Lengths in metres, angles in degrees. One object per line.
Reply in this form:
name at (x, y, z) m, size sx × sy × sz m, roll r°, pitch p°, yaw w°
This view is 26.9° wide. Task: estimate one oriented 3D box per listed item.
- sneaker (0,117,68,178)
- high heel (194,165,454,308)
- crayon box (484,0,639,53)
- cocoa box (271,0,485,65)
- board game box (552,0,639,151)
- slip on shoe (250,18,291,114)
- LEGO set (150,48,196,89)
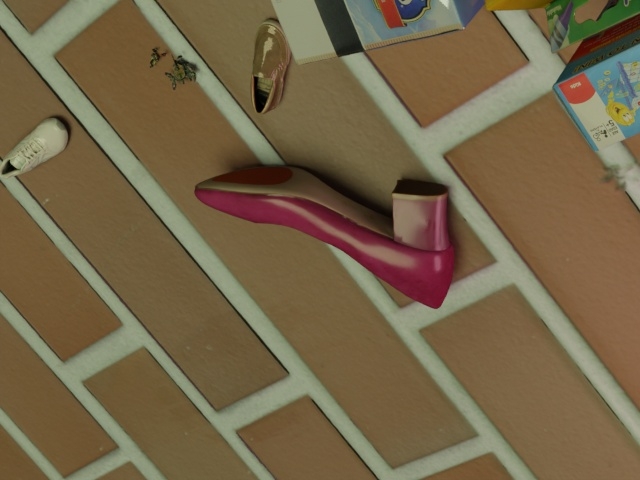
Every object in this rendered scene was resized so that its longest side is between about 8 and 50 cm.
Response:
sneaker at (-0.448, -0.137, 2.087) m, size 0.152 × 0.061 × 0.053 m, roll -34°, pitch 100°, yaw 38°
high heel at (0.000, 0.000, 1.891) m, size 0.377 × 0.127 × 0.181 m, roll 7°, pitch 113°, yaw 20°
crayon box at (0.238, -0.374, 1.400) m, size 0.203 × 0.083 × 0.322 m, roll 162°, pitch 101°, yaw -68°
cocoa box at (0.050, -0.414, 1.527) m, size 0.228 × 0.231 × 0.347 m, roll -8°, pitch 117°, yaw 32°
board game box at (0.427, -0.249, 1.394) m, size 0.308 × 0.302 × 0.086 m, roll -25°, pitch 107°, yaw 38°
slip on shoe at (-0.074, -0.235, 1.836) m, size 0.051 × 0.041 × 0.135 m, roll 21°, pitch 128°, yaw 14°
LEGO set at (-0.206, -0.248, 1.915) m, size 0.083 × 0.023 × 0.054 m, roll 46°, pitch 129°, yaw 11°
